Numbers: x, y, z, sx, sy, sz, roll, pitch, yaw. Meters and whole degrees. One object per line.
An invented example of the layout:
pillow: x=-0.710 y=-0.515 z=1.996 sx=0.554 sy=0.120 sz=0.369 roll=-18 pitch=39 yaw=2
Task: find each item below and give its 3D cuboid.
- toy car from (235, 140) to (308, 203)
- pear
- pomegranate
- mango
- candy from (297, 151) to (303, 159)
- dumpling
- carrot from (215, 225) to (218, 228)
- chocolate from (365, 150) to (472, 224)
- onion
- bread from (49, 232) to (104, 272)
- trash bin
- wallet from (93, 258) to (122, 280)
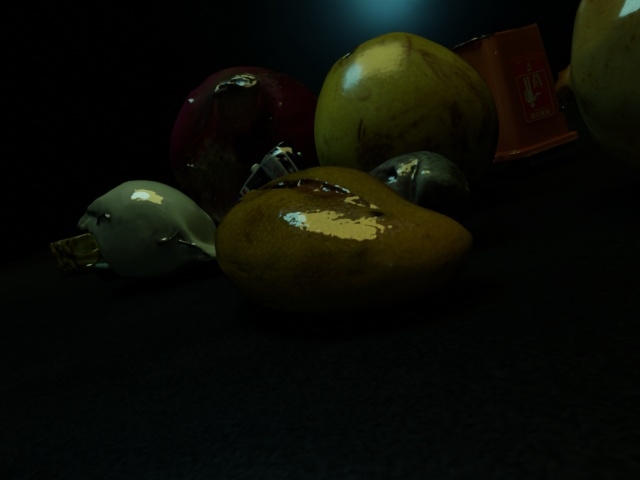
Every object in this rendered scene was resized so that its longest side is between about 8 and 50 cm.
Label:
toy car: x=-0.069 y=-0.055 z=0.748 sx=0.108 sy=0.090 sz=0.210 roll=-30 pitch=-13 yaw=-18
pear: x=0.123 y=-0.169 z=0.775 sx=0.280 sy=0.281 sz=0.281 roll=-16 pitch=10 yaw=3
pomegranate: x=0.360 y=-0.175 z=0.479 sx=0.264 sy=0.265 sz=0.264 roll=-16 pitch=10 yaw=3
mango: x=-0.003 y=-0.006 z=0.486 sx=0.177 sy=0.120 sz=0.294 roll=-25 pitch=13 yaw=-29
candy: x=-0.014 y=-0.078 z=0.812 sx=0.058 sy=0.062 sz=0.194 roll=-21 pitch=-31 yaw=-1
dumpling: x=-0.252 y=-0.004 z=0.859 sx=0.175 sy=0.243 sz=0.227 roll=-48 pitch=-15 yaw=13
carrot: x=-0.195 y=-0.069 z=1.319 sx=0.271 sy=0.062 sz=0.066 roll=-19 pitch=-22 yaw=-38
chocolate: x=0.077 y=-0.041 z=0.614 sx=0.110 sy=0.110 sz=0.248 roll=-22 pitch=12 yaw=-31
onion: x=-0.136 y=-0.201 z=0.988 sx=0.347 sy=0.348 sz=0.385 roll=-17 pitch=-17 yaw=-6
bread: x=-0.571 y=0.012 z=1.344 sx=0.181 sy=0.096 sz=0.222 roll=-9 pitch=10 yaw=32
trash bin: x=0.318 y=-0.239 z=0.906 sx=0.161 sy=0.239 sz=0.184 roll=-20 pitch=9 yaw=-21
wallet: x=-0.315 y=-0.013 z=1.104 sx=0.172 sy=0.045 sz=0.318 roll=-8 pitch=23 yaw=28
